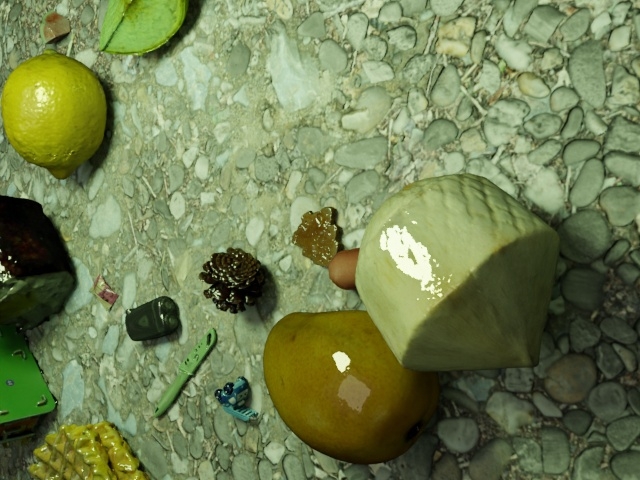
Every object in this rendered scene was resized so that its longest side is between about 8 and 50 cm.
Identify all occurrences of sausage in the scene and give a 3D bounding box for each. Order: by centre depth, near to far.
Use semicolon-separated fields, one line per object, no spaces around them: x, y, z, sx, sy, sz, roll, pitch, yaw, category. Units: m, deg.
0.096;0.046;1.310;0.194;0.077;0.077;-12;82;37;sausage

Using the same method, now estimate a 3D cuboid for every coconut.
0.211;0.067;1.089;0.329;0.329;0.328;-1;89;38;coconut

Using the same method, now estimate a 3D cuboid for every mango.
0.034;0.243;1.270;0.378;0.221;0.264;16;104;47;mango

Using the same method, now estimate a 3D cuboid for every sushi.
-0.817;0.056;1.889;0.299;0.281;0.294;-51;60;42;sushi

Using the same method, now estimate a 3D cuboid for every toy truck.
-0.174;0.339;1.530;0.073;0.056;0.090;-38;80;36;toy truck

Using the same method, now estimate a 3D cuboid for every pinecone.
-0.182;0.086;1.491;0.140;0.140;0.121;33;137;33;pinecone

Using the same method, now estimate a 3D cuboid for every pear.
-0.392;-0.576;1.667;0.288;0.139;0.239;-43;50;33;pear

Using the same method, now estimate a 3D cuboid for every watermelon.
-0.717;-0.565;1.959;0.072;0.084;0.092;31;148;13;watermelon

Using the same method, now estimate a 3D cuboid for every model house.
-0.951;0.434;2.015;0.357;0.242;0.313;52;121;24;model house

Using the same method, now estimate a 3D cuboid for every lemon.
-0.654;-0.308;1.789;0.245;0.245;0.320;13;107;37;lemon

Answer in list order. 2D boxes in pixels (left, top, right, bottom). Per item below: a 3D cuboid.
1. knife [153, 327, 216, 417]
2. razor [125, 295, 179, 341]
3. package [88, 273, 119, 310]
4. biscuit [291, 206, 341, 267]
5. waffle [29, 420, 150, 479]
-0.313;0.305;1.655;0.293;0.020;0.043;-52;59;24;knife
-0.394;0.186;1.696;0.148;0.054;0.090;-20;77;37;razor
-0.550;0.132;1.835;0.083;0.029;0.059;42;106;19;package
0.000;0.000;1.417;0.119;0.019;0.130;-38;67;30;biscuit
-0.552;0.590;1.755;0.324;0.151;0.261;45;110;26;waffle
